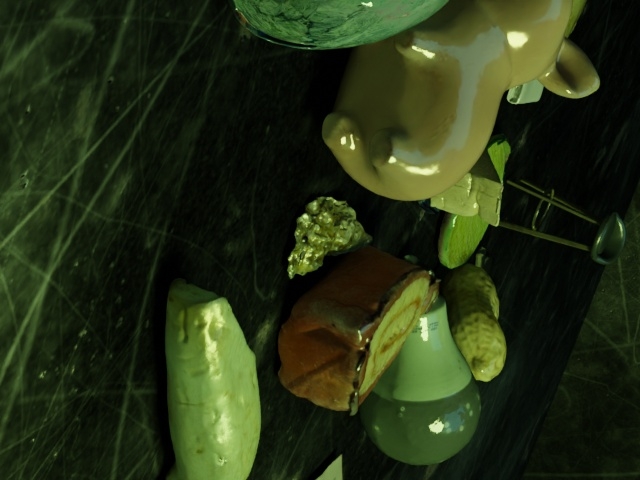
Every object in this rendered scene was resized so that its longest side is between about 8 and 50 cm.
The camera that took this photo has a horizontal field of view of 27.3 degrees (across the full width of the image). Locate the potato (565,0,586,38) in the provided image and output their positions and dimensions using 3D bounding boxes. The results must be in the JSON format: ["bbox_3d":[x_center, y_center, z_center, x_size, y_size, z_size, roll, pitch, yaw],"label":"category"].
[{"bbox_3d":[0.259,-0.326,1.637,0.296,0.141,0.192,-53,141,-28],"label":"potato"}]

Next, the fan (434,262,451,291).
[{"bbox_3d":[0.214,0.049,2.157,0.175,0.005,0.113,-46,153,-43],"label":"fan"}]

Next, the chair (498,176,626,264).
[{"bbox_3d":[0.419,-0.041,2.265,0.104,0.221,0.095,-61,164,-14],"label":"chair"}]

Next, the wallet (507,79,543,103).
[{"bbox_3d":[0.327,-0.245,2.071,0.122,0.025,0.061,-18,131,-64],"label":"wallet"}]

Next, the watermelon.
[{"bbox_3d":[0.043,-0.240,1.123,0.188,0.175,0.322,-64,159,-7],"label":"watermelon"}]

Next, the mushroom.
[{"bbox_3d":[-0.110,0.158,1.343,0.107,0.087,0.333,-46,151,-41],"label":"mushroom"}]

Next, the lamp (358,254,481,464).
[{"bbox_3d":[0.154,0.187,1.908,0.182,0.182,0.314,-43,149,-47],"label":"lamp"}]

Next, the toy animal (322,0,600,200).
[{"bbox_3d":[0.139,-0.197,1.393,0.269,0.237,0.326,-8,125,-57],"label":"toy animal"}]

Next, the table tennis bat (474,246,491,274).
[{"bbox_3d":[0.280,0.061,2.331,0.095,0.014,0.158,-55,160,-25],"label":"table tennis bat"}]

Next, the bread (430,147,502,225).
[{"bbox_3d":[0.220,-0.100,1.821,0.152,0.105,0.077,-56,154,-45],"label":"bread"}]

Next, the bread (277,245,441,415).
[{"bbox_3d":[0.047,0.099,1.615,0.244,0.123,0.190,-39,149,-51],"label":"bread"}]

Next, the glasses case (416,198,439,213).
[{"bbox_3d":[0.147,-0.059,1.829,0.083,0.023,0.033,29,73,-67],"label":"glasses case"}]

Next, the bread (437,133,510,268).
[{"bbox_3d":[0.236,-0.060,2.047,0.228,0.033,0.228,-54,158,-34],"label":"bread"}]

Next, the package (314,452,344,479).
[{"bbox_3d":[-0.022,0.466,1.967,0.204,0.062,0.251,-40,145,-52],"label":"package"}]

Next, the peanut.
[{"bbox_3d":[0.236,0.124,2.052,0.098,0.103,0.229,-55,-161,31],"label":"peanut"}]

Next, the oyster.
[{"bbox_3d":[0.000,0.000,1.516,0.121,0.045,0.146,-45,155,-14],"label":"oyster"}]
